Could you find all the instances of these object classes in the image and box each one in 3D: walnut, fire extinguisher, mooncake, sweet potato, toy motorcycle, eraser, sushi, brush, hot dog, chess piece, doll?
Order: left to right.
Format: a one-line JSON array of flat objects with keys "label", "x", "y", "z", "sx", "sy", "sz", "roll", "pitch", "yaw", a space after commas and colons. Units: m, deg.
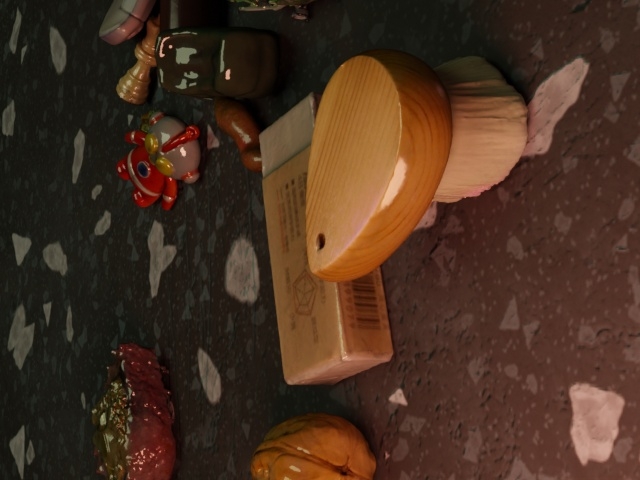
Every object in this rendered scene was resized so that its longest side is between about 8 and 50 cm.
[{"label": "eraser", "x": -0.317, "y": -0.403, "z": 1.946, "sx": 0.243, "sy": 0.059, "sz": 0.204, "roll": -17, "pitch": 50, "yaw": 66}, {"label": "sushi", "x": -0.290, "y": 0.298, "z": 1.813, "sx": 0.161, "sy": 0.107, "sz": 0.241, "roll": 37, "pitch": 117, "yaw": 48}, {"label": "chess piece", "x": -0.287, "y": -0.309, "z": 1.915, "sx": 0.172, "sy": 0.060, "sz": 0.060, "roll": -58, "pitch": 43, "yaw": 32}, {"label": "hot dog", "x": -0.269, "y": -0.186, "z": 1.882, "sx": 0.133, "sy": 0.041, "sz": 0.056, "roll": 13, "pitch": 98, "yaw": 56}, {"label": "doll", "x": -0.251, "y": -0.129, "z": 1.819, "sx": 0.142, "sy": 0.076, "sz": 0.245, "roll": 60, "pitch": 146, "yaw": -1}, {"label": "fire extinguisher", "x": -0.195, "y": -0.340, "z": 1.746, "sx": 0.104, "sy": 0.104, "sz": 0.269, "roll": -9, "pitch": 79, "yaw": 56}, {"label": "mooncake", "x": -0.143, "y": -0.249, "z": 1.592, "sx": 0.175, "sy": 0.168, "sz": 0.104, "roll": -158, "pitch": 73, "yaw": -71}, {"label": "sweet potato", "x": -0.113, "y": -0.160, "z": 1.635, "sx": 0.055, "sy": 0.058, "sz": 0.202, "roll": -48, "pitch": 45, "yaw": 16}, {"label": "toy motorcycle", "x": -0.050, "y": -0.336, "z": 1.511, "sx": 0.190, "sy": 0.106, "sz": 0.074, "roll": 0, "pitch": 86, "yaw": 55}, {"label": "walnut", "x": -0.011, "y": 0.276, "z": 1.367, "sx": 0.180, "sy": 0.144, "sz": 0.144, "roll": -36, "pitch": 58, "yaw": 53}, {"label": "eraser", "x": 0.000, "y": 0.000, "z": 1.428, "sx": 0.144, "sy": 0.078, "sz": 0.344, "roll": -30, "pitch": 61, "yaw": 51}, {"label": "brush", "x": 0.088, "y": -0.072, "z": 1.223, "sx": 0.174, "sy": 0.166, "sz": 0.267, "roll": 49, "pitch": 126, "yaw": 45}]
